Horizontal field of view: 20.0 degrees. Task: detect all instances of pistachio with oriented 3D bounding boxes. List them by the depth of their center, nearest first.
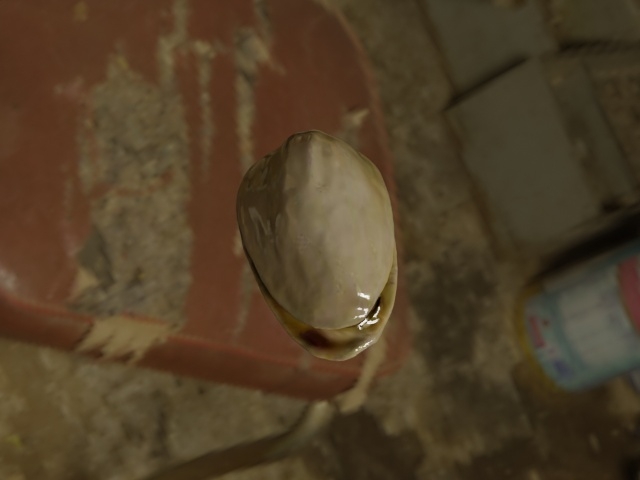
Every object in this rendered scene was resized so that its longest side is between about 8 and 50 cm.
[{"bbox_3d":[0.000,0.000,1.525,0.129,0.131,0.206,67,9,-55],"label":"pistachio"}]
